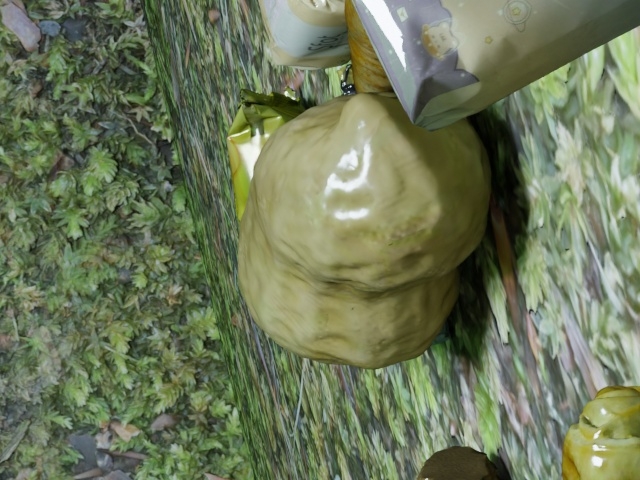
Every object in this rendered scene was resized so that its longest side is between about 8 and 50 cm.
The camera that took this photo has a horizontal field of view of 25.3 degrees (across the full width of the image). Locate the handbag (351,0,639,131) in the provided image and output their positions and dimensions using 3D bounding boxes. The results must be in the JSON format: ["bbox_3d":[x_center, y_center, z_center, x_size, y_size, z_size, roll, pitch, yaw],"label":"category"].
[{"bbox_3d":[0.095,-0.136,0.633,0.117,0.173,0.095,65,-168,5],"label":"handbag"}]

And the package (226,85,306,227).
[{"bbox_3d":[-0.043,-0.061,1.567,0.168,0.090,0.226,-9,-88,-73],"label":"package"}]

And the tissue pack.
[{"bbox_3d":[-0.007,-0.253,1.205,0.222,0.090,0.186,152,108,-79],"label":"tissue pack"}]

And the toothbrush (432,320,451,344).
[{"bbox_3d":[0.090,0.089,1.287,0.193,0.013,0.019,135,129,-77],"label":"toothbrush"}]

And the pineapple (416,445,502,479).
[{"bbox_3d":[0.122,0.246,1.159,0.074,0.074,0.159,-123,19,-63],"label":"pineapple"}]

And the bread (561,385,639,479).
[{"bbox_3d":[0.183,0.249,0.799,0.077,0.084,0.367,9,115,36],"label":"bread"}]

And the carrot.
[{"bbox_3d":[0.052,-0.125,1.115,0.298,0.078,0.078,91,164,-66],"label":"carrot"}]

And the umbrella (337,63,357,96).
[{"bbox_3d":[0.041,-0.088,1.282,0.040,0.037,0.144,30,-132,-74],"label":"umbrella"}]

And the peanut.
[{"bbox_3d":[0.028,-0.003,1.089,0.387,0.170,0.192,110,141,-71],"label":"peanut"}]
